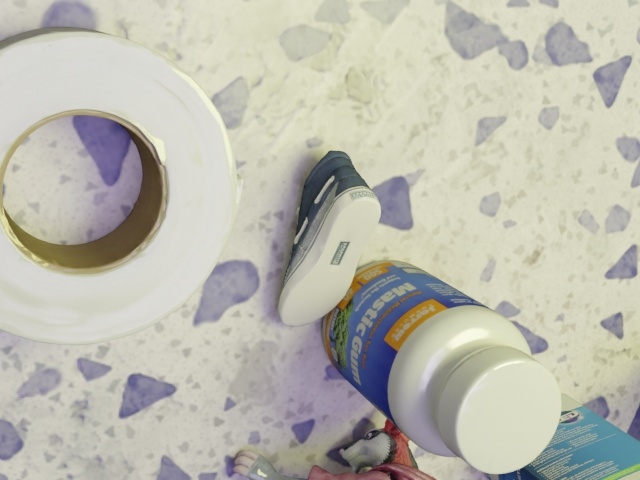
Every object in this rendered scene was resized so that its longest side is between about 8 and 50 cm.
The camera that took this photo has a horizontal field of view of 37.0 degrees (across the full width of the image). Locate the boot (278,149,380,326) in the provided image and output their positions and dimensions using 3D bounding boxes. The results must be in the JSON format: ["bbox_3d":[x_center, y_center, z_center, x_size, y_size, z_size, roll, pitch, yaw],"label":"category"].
[{"bbox_3d":[0.000,0.000,1.007,0.069,0.086,0.190,8,129,-31],"label":"boot"}]

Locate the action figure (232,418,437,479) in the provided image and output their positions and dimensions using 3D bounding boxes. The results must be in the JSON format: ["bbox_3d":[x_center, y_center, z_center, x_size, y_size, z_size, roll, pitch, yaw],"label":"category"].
[{"bbox_3d":[0.053,0.345,0.998,0.248,0.276,0.370,35,60,-33],"label":"action figure"}]

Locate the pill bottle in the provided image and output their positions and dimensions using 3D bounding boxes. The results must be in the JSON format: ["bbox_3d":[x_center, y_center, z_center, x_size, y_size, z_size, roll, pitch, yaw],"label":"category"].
[{"bbox_3d":[0.118,0.124,0.967,0.152,0.272,0.152,-6,105,-21],"label":"pill bottle"}]

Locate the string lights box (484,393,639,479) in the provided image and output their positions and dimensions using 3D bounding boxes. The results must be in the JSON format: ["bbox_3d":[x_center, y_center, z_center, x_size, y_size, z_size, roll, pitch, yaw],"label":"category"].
[{"bbox_3d":[0.303,0.273,1.088,0.133,0.260,0.076,-18,109,-16],"label":"string lights box"}]

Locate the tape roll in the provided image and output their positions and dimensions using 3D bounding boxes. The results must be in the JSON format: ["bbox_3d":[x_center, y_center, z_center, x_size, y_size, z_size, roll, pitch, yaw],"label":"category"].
[{"bbox_3d":[-0.222,-0.051,0.880,0.286,0.100,0.286,-5,105,-21],"label":"tape roll"}]
